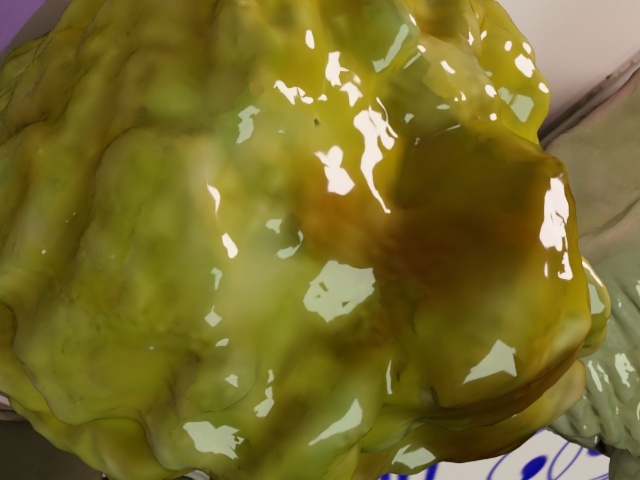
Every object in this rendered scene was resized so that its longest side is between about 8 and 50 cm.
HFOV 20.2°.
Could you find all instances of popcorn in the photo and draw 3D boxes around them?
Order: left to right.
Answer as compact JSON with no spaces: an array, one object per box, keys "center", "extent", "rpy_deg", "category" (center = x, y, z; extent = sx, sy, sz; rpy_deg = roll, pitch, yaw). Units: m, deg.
[{"center":[0.000,0.000,0.616],"extent":[0.251,0.237,0.206],"rpy_deg":[37,97,-18],"category":"popcorn"}]

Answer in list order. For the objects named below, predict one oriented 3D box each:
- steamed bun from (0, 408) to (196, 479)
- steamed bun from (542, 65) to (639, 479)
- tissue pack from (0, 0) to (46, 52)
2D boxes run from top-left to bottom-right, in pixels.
[{"center":[-0.144,0.194,0.748],"extent":[0.352,0.247,0.339],"rpy_deg":[-9,159,-25],"category":"steamed bun"},{"center":[0.225,0.003,0.859],"extent":[0.268,0.207,0.280],"rpy_deg":[33,138,-25],"category":"steamed bun"},{"center":[-0.177,-0.063,0.303],"extent":[0.242,0.160,0.338],"rpy_deg":[-47,175,21],"category":"tissue pack"}]
